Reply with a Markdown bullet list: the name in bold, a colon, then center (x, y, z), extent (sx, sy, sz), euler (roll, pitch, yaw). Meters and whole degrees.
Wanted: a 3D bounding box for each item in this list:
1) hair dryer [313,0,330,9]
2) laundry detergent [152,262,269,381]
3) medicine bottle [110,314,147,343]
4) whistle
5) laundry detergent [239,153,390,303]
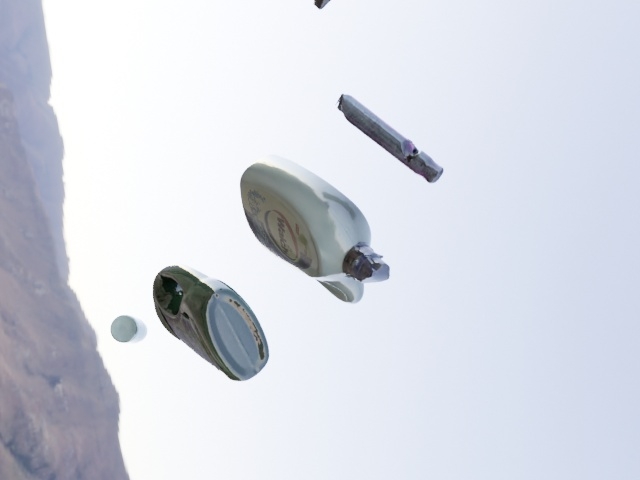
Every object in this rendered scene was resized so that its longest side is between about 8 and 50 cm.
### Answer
- **hair dryer**: center (0.066, -0.364, 0.741), extent (0.248, 0.071, 0.114), euler (-49, -137, 27)
- **laundry detergent**: center (-0.146, 0.081, 0.754), extent (0.211, 0.063, 0.137), euler (16, -42, 54)
- **medicine bottle**: center (-0.321, 0.151, 1.096), extent (0.083, 0.047, 0.047), euler (102, -26, -80)
- **whistle**: center (0.094, -0.140, 0.896), extent (0.177, 0.033, 0.033), euler (37, -33, 1)
- **laundry detergent**: center (0.000, 0.000, 1.003), extent (0.281, 0.105, 0.214), euler (35, -30, 36)
